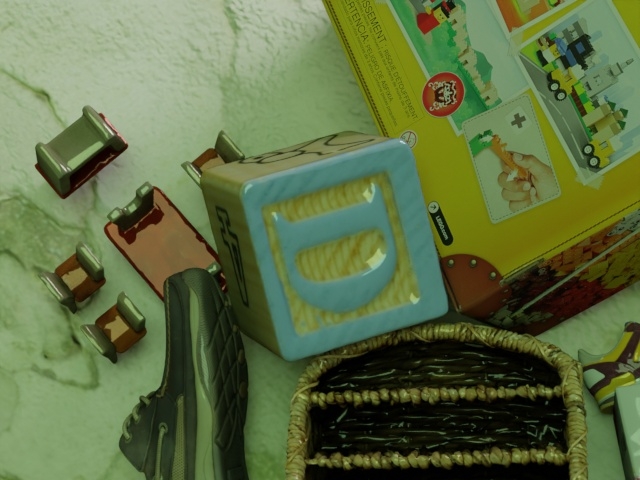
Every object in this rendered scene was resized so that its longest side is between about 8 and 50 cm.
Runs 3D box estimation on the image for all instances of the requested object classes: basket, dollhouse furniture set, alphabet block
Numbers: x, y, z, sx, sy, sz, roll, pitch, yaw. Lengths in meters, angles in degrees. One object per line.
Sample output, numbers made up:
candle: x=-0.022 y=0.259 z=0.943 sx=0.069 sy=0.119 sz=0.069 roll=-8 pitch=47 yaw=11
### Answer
basket: x=0.121 y=0.188 z=1.801 sx=0.299 sy=0.223 sz=0.214 roll=-1 pitch=85 yaw=8
dollhouse furniture set: x=-0.206 y=-0.024 z=2.023 sx=0.262 sy=0.135 sz=0.259 roll=-39 pitch=80 yaw=-8
alphabet block: x=0.000 y=0.000 z=1.867 sx=0.192 sy=0.197 sz=0.193 roll=-15 pitch=100 yaw=-13

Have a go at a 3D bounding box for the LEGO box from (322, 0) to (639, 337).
LEGO box: x=0.245 y=-0.205 z=1.911 sx=0.372 sy=0.193 sz=0.500 roll=-30 pitch=66 yaw=20

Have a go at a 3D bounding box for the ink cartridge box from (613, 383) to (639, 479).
ink cartridge box: x=0.378 y=0.239 z=1.818 sx=0.127 sy=0.128 sz=0.176 roll=-9 pitch=69 yaw=4

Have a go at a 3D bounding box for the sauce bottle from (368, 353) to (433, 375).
sauce bottle: x=0.115 y=0.145 z=1.939 sx=0.128 sy=0.042 sz=0.042 roll=0 pitch=69 yaw=5

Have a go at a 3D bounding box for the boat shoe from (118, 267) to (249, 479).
boat shoe: x=-0.150 y=0.207 z=1.877 sx=0.130 sy=0.132 sz=0.355 roll=-6 pitch=82 yaw=14

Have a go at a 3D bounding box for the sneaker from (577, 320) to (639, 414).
sneaker: x=0.368 y=0.114 z=1.900 sx=0.185 sy=0.069 sz=0.084 roll=-23 pitch=70 yaw=-3
